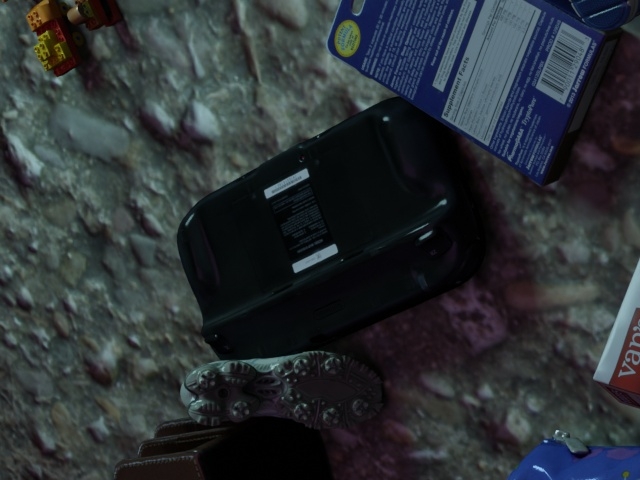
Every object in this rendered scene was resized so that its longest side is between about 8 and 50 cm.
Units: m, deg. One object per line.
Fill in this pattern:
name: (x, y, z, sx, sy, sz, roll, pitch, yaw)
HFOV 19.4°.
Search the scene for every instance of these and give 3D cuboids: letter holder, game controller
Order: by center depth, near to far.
game controller: (0.000, 0.000, 1.599, 0.319, 0.067, 0.166, -26, 73, 39)
letter holder: (-0.090, 0.319, 1.701, 0.214, 0.152, 0.302, -13, 96, 41)

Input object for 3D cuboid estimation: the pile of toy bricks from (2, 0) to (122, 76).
pile of toy bricks: (-0.278, -0.255, 1.692, 0.118, 0.105, 0.212, -27, 87, 40)

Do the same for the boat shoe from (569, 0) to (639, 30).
boat shoe: (0.190, -0.245, 1.360, 0.066, 0.066, 0.183, -13, 102, 42)

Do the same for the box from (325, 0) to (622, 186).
box: (0.115, -0.157, 1.465, 0.225, 0.036, 0.136, 34, 122, 23)

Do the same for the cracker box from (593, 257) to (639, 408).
cracker box: (0.327, 0.067, 1.306, 0.232, 0.067, 0.155, 16, 78, 33)

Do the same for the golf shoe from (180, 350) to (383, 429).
golf shoe: (-0.035, 0.126, 1.623, 0.086, 0.176, 0.069, -169, 83, -78)

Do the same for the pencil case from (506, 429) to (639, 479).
pencil case: (0.278, 0.208, 1.402, 0.306, 0.119, 0.133, -5, 92, 39)
